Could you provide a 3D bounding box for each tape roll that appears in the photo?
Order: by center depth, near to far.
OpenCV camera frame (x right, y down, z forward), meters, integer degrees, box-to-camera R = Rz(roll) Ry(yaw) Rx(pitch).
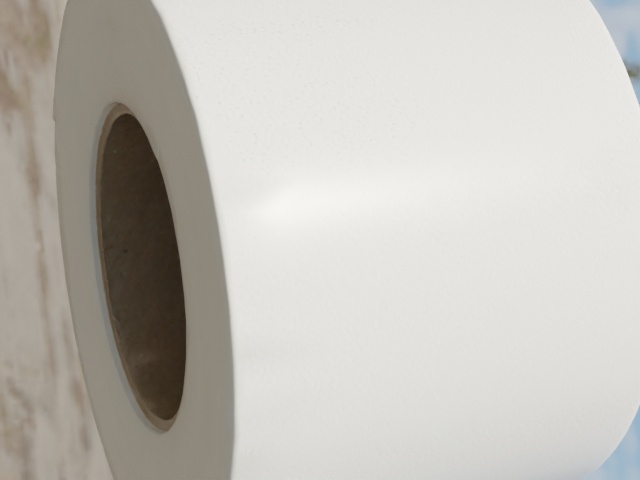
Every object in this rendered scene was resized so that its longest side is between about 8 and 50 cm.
[{"bbox_3d":[0.000,0.000,0.526,0.246,0.169,0.246,172,-90,-68],"label":"tape roll"}]
